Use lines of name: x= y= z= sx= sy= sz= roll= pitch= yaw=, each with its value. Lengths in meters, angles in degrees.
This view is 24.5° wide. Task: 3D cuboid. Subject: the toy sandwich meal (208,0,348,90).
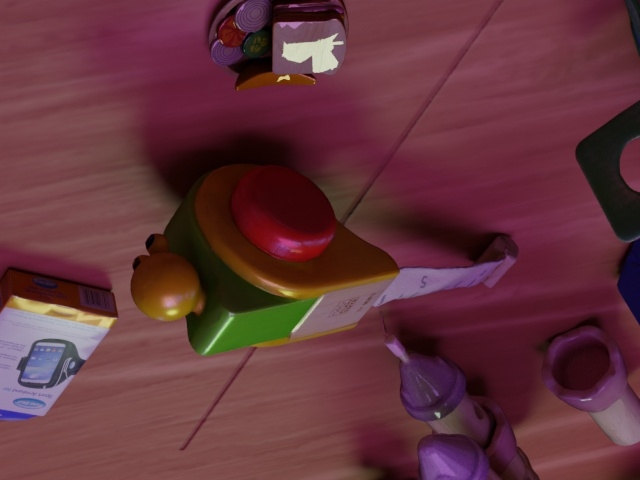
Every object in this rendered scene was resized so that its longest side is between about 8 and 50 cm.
toy sandwich meal: x=-0.024 y=-0.117 z=0.873 sx=0.085 sy=0.029 sz=0.085 roll=-10 pitch=140 yaw=-9

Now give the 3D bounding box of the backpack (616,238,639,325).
backpack: x=0.305 y=0.032 z=1.108 sx=0.120 sy=0.098 sz=0.101 roll=1 pitch=133 yaw=-19

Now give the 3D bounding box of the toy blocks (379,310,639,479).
toy blocks: x=0.125 y=0.229 z=1.114 sx=0.309 sy=0.289 sz=0.260 roll=-31 pitch=137 yaw=12

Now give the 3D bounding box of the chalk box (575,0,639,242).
chalk box: x=0.295 y=-0.099 z=0.891 sx=0.289 sy=0.180 sz=0.179 roll=-25 pitch=140 yaw=7

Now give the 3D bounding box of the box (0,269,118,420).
box: x=-0.209 y=0.079 z=1.036 sx=0.081 sy=0.028 sz=0.136 roll=15 pitch=133 yaw=-33

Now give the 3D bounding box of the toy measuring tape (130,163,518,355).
toy measuring tape: x=0.000 y=0.000 z=0.989 sx=0.330 sy=0.121 sz=0.121 roll=-10 pitch=146 yaw=-45
